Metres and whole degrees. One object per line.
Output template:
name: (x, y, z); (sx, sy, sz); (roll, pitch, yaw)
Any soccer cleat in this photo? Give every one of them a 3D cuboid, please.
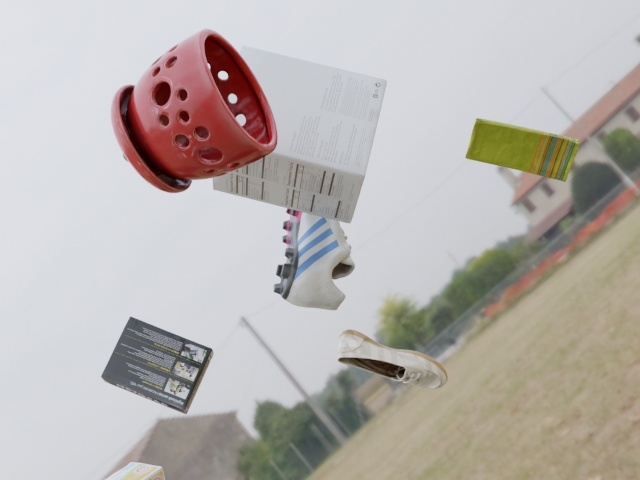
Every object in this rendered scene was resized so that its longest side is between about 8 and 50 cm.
soccer cleat: (0.000, 0.000, 1.767); (0.116, 0.143, 0.331); (120, 164, -48)

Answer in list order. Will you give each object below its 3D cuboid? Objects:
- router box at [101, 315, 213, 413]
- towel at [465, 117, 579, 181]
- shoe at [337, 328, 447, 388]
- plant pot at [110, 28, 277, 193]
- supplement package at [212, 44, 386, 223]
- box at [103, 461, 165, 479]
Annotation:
router box: (-0.317, 0.242, 1.772); (0.046, 0.179, 0.133); (96, -164, -68)
towel: (0.454, -0.204, 2.055); (0.021, 0.237, 0.102); (-69, -8, -66)
shoe: (0.131, 0.235, 1.695); (0.058, 0.219, 0.076); (-72, 4, -46)
plant pot: (-0.178, -0.170, 1.263); (0.174, 0.191, 0.191); (-26, -4, 20)
supplement package: (-0.041, -0.184, 1.616); (0.198, 0.263, 0.199); (103, -179, -66)
box: (-0.407, 0.619, 2.056); (0.103, 0.203, 0.114); (-3, 15, 35)
